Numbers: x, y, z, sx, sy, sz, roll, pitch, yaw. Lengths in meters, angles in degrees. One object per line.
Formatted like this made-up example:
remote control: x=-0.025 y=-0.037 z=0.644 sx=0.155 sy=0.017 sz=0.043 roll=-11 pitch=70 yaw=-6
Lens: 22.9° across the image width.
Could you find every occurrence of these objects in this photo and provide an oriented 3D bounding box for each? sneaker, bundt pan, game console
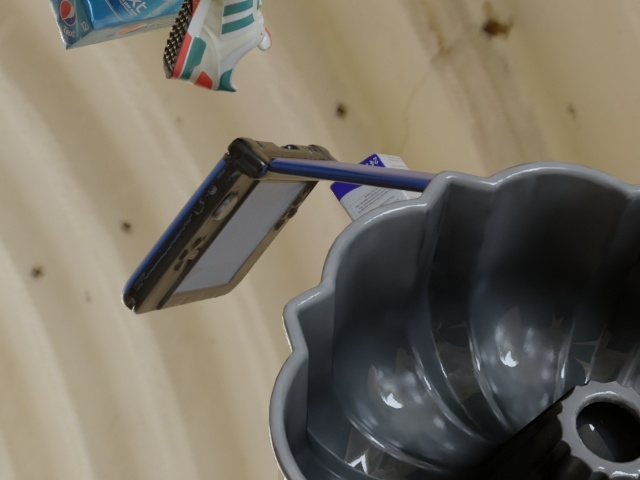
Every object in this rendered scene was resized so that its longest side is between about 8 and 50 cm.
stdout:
sneaker: x=-0.069 y=-0.196 z=1.309 sx=0.075 sy=0.057 sz=0.161 roll=20 pitch=-74 yaw=-22
bundt pan: x=0.129 y=0.124 z=0.789 sx=0.331 sy=0.331 sz=0.124 roll=21 pitch=-39 yaw=5
game console: x=0.000 y=0.000 z=1.386 sx=0.173 sy=0.250 sz=0.293 roll=40 pitch=10 yaw=10

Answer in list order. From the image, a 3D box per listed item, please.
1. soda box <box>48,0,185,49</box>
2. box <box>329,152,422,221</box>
soda box: x=-0.183 y=-0.266 z=1.711 sx=0.071 sy=0.210 sz=0.067 roll=-22 pitch=-91 yaw=53
box: x=0.089 y=-0.027 z=1.847 sx=0.072 sy=0.126 sz=0.137 roll=-36 pitch=-98 yaw=13
